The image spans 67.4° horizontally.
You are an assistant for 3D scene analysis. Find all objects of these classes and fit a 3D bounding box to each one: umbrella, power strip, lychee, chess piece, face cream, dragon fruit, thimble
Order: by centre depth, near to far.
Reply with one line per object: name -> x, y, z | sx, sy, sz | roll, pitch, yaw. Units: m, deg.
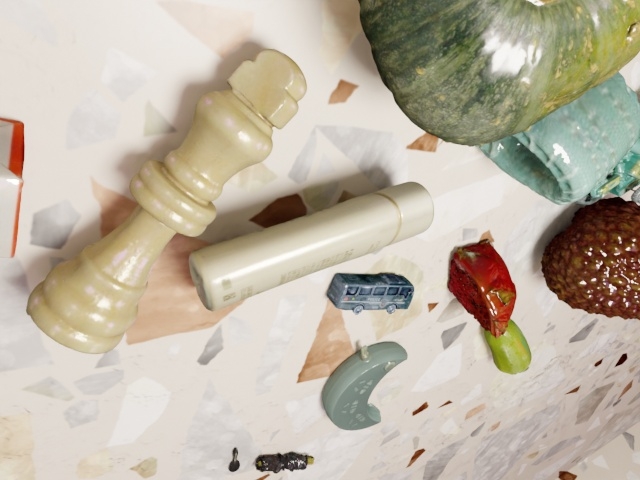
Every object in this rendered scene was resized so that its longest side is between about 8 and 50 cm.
chess piece -> -0.162, -0.050, 0.548 | 0.397, 0.117, 0.117 | -48, 133, 6
face cream -> 0.000, 0.000, 0.658 | 0.349, 0.173, 0.081 | -19, 88, -18
thimble -> 0.325, -0.165, 0.683 | 0.235, 0.198, 0.143 | 44, 94, -10
dragon fruit -> 0.334, 0.087, 0.922 | 0.121, 0.161, 0.127 | -23, 143, -13
lychee -> 0.609, 0.050, 0.980 | 0.271, 0.271, 0.271 | -16, 130, -20
power strip -> 0.088, 0.305, 1.002 | 0.168, 0.054, 0.253 | -8, 128, -27
umbrella -> -0.075, 0.487, 1.050 | 0.144, 0.037, 0.040 | 16, 115, -36

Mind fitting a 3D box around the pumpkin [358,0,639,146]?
pumpkin -> 0.201, -0.264, 0.490 | 0.328, 0.257, 0.291 | -22, 110, 6

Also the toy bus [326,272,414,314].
toy bus -> 0.092, 0.092, 0.849 | 0.166, 0.047, 0.065 | 4, 117, -33

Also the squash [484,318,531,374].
squash -> 0.445, 0.239, 1.143 | 0.095, 0.095, 0.188 | -37, 134, -2

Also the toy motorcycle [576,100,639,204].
toy motorcycle -> 0.607, -0.180, 0.915 | 0.296, 0.109, 0.198 | -29, 131, -10

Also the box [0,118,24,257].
box -> -0.360, -0.053, 0.408 | 0.182, 0.133, 0.099 | 4, 120, -35

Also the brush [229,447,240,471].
brush -> -0.175, 0.451, 0.983 | 0.024, 0.008, 0.083 | -6, 126, -24
